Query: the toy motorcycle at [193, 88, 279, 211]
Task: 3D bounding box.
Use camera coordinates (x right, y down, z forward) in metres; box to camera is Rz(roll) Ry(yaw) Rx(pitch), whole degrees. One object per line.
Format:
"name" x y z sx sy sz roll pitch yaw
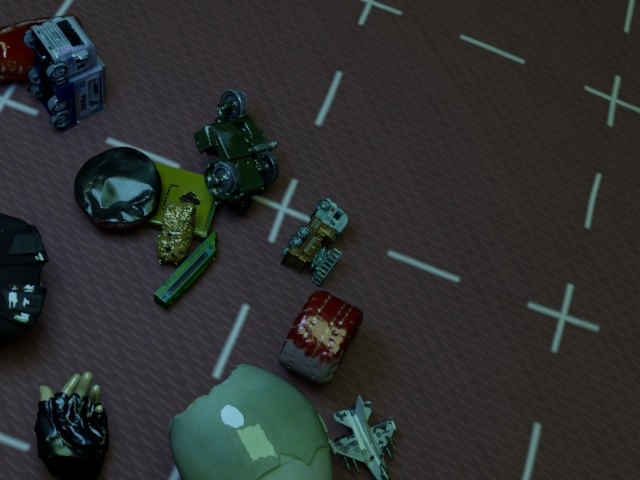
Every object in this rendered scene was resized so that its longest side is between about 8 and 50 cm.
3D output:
"toy motorcycle" -0.205 -0.203 2.020 0.205 0.127 0.275 -20 79 -45

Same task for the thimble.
"thimble" 0.003 0.204 1.860 0.125 0.163 0.189 27 55 6

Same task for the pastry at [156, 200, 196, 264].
"pastry" -0.314 -0.016 1.937 0.080 0.056 0.140 5 96 4

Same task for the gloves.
"gloves" -0.480 0.350 1.719 0.164 0.124 0.203 32 30 -26

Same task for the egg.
"egg" -0.115 0.408 1.669 0.278 0.278 0.336 -39 80 -26

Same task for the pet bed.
"pet bed" -0.443 -0.114 1.950 0.201 0.053 0.201 5 62 -9

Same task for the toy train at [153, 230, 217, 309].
"toy train" -0.280 0.064 1.941 0.042 0.044 0.209 37 63 9

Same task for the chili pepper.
"chili pepper" -0.715 -0.430 2.050 0.338 0.134 0.131 -22 55 -25

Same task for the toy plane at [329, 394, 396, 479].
"toy plane" 0.100 0.435 1.821 0.160 0.082 0.234 -14 82 -29

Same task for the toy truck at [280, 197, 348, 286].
"toy truck" 0.000 -0.001 2.013 0.115 0.080 0.177 35 63 1

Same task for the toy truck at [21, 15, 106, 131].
"toy truck" -0.563 -0.380 1.984 0.155 0.268 0.124 -30 74 -25

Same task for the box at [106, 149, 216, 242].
"box" -0.374 -0.102 2.009 0.279 0.041 0.153 15 61 -4

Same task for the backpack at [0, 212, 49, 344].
"backpack" -0.761 0.073 1.729 0.446 0.255 0.363 -3 71 -16
